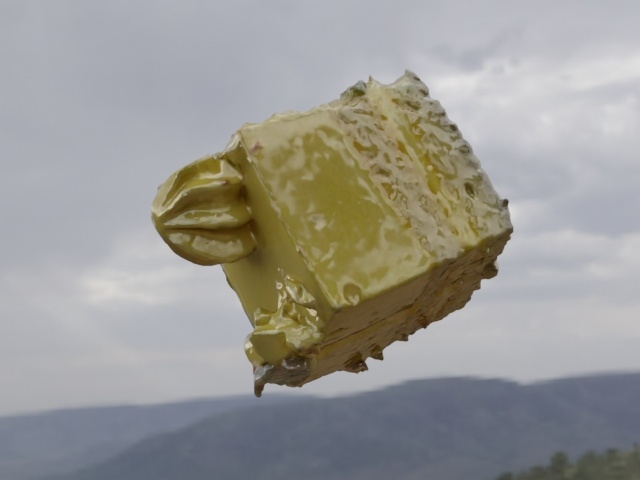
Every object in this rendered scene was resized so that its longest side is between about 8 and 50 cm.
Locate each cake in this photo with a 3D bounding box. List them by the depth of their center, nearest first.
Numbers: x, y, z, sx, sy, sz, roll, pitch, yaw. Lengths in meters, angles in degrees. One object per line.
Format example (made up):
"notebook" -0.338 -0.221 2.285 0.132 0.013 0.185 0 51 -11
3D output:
"cake" 0.000 0.000 1.323 0.286 0.227 0.222 -25 -18 -19
